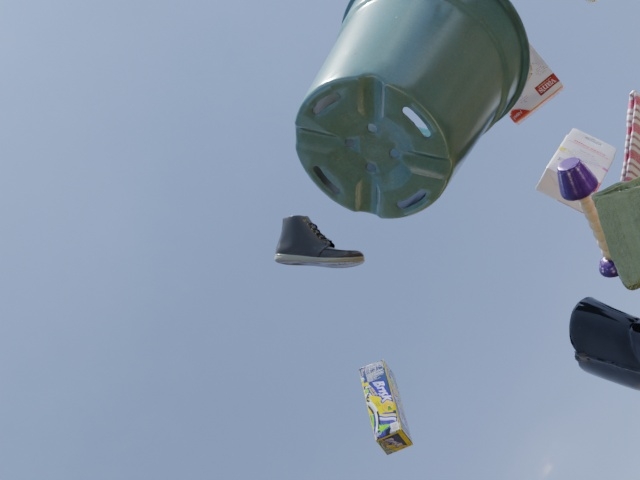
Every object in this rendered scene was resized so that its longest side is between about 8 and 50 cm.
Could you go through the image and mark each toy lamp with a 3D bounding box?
[{"bbox_3d":[0.550,-0.047,1.935,0.080,0.080,0.274,-42,-63,-17],"label":"toy lamp"}]

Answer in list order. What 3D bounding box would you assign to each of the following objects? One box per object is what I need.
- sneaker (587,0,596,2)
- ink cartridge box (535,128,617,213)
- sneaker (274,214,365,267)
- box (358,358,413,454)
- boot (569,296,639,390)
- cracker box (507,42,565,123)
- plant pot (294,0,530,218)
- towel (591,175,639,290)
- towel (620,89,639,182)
[{"bbox_3d":[0.533,-0.513,1.855,0.075,0.057,0.161,-39,-13,-25],"label":"sneaker"},{"bbox_3d":[0.553,-0.154,2.061,0.198,0.115,0.067,-48,-18,-45],"label":"ink cartridge box"},{"bbox_3d":[0.000,0.000,2.283,0.083,0.222,0.118,38,-123,-71],"label":"sneaker"},{"bbox_3d":[0.120,0.306,1.769,0.054,0.169,0.059,-25,-48,12],"label":"box"},{"bbox_3d":[0.468,0.197,1.358,0.094,0.207,0.246,-35,-69,-19],"label":"boot"},{"bbox_3d":[0.501,-0.437,2.492,0.156,0.232,0.067,-39,-12,15],"label":"cracker box"},{"bbox_3d":[0.134,-0.230,1.546,0.334,0.341,0.341,-58,-22,-46],"label":"plant pot"},{"bbox_3d":[0.428,-0.010,1.289,0.027,0.148,0.110,-18,-3,-31],"label":"towel"},{"bbox_3d":[0.604,-0.173,1.826,0.144,0.029,0.197,22,-106,-54],"label":"towel"}]
